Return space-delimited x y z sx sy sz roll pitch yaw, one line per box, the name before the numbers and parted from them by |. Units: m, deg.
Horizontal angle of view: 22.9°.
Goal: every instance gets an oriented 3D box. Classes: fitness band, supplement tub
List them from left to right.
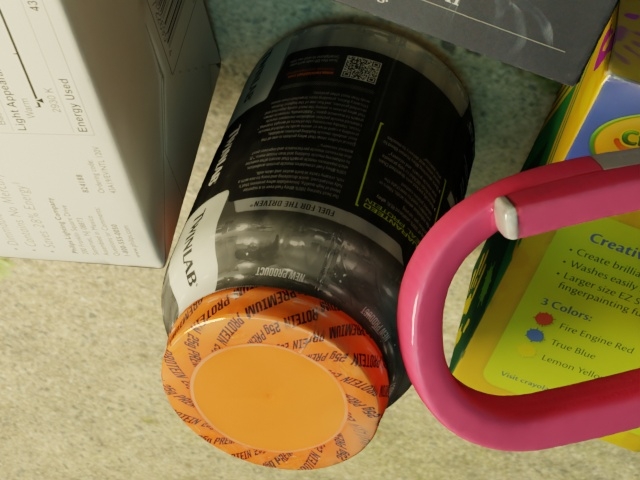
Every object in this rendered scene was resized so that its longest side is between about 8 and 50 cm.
supplement tub | 0.000 0.000 1.240 0.207 0.338 0.207 9 133 9
fitness band | 0.197 0.044 1.113 0.291 0.054 0.209 -11 117 -11

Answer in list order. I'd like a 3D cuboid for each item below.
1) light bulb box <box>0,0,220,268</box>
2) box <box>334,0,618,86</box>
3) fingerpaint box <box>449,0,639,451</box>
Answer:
light bulb box | -0.301 -0.174 1.203 0.361 0.225 0.358 4 145 12
box | 0.074 -0.319 1.036 0.343 0.179 0.312 19 133 -2
fingerpaint box | 0.374 0.024 1.272 0.445 0.163 0.371 19 135 -1
